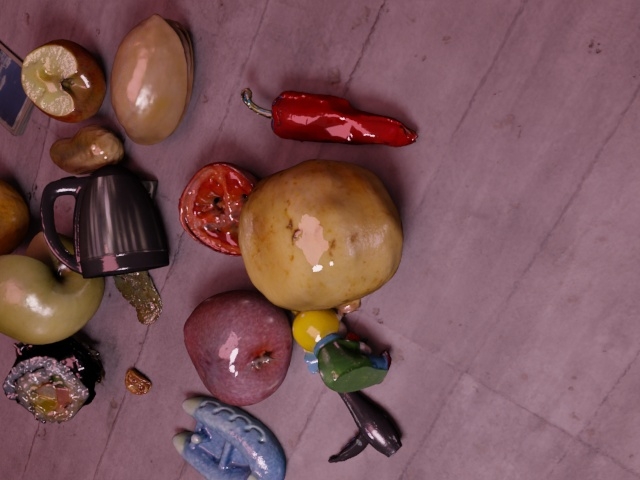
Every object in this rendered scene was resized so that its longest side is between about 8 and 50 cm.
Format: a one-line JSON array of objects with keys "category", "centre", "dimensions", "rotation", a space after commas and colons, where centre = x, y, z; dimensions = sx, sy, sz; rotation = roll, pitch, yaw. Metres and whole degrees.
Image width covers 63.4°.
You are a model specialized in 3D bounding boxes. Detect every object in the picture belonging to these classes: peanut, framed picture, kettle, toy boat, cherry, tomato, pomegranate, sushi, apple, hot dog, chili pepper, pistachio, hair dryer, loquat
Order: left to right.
[{"category": "loquat", "centre": [-0.938, -0.061, 1.400], "dimensions": [0.263, 0.263, 0.263], "rotation": [4, 101, 20]}, {"category": "framed picture", "centre": [-0.890, -0.442, 1.443], "dimensions": [0.260, 0.023, 0.189], "rotation": [41, 108, 10]}, {"category": "apple", "centre": [-0.722, 0.125, 1.342], "dimensions": [0.254, 0.292, 0.292], "rotation": [-36, 86, 32]}, {"category": "sushi", "centre": [-0.712, 0.359, 1.428], "dimensions": [0.225, 0.219, 0.238], "rotation": [-19, 98, 1]}, {"category": "apple", "centre": [-0.617, -0.389, 1.271], "dimensions": [0.173, 0.160, 0.195], "rotation": [13, 106, 22]}, {"category": "peanut", "centre": [-0.603, -0.231, 1.328], "dimensions": [0.236, 0.110, 0.120], "rotation": [-1, 110, 30]}, {"category": "kettle", "centre": [-0.514, -0.050, 1.278], "dimensions": [0.251, 0.207, 0.271], "rotation": [-9, 87, 10]}, {"category": "hot dog", "centre": [-0.512, 0.396, 1.443], "dimensions": [0.083, 0.035, 0.058], "rotation": [31, 105, 13]}, {"category": "pistachio", "centre": [-0.389, -0.364, 1.191], "dimensions": [0.182, 0.162, 0.293], "rotation": [20, 103, -1]}, {"category": "toy boat", "centre": [-0.245, 0.544, 1.324], "dimensions": [0.330, 0.123, 0.215], "rotation": [27, 107, 16]}, {"category": "tomato", "centre": [-0.211, -0.075, 1.211], "dimensions": [0.228, 0.101, 0.227], "rotation": [7, 110, 19]}, {"category": "cherry", "centre": [-0.192, 0.239, 1.195], "dimensions": [0.307, 0.221, 0.261], "rotation": [10, 101, 37]}, {"category": "pomegranate", "centre": [0.000, 0.000, 1.029], "dimensions": [0.333, 0.332, 0.332], "rotation": [4, 101, 20]}, {"category": "chili pepper", "centre": [0.012, -0.252, 1.089], "dimensions": [0.388, 0.110, 0.110], "rotation": [12, 104, 15]}, {"category": "hair dryer", "centre": [0.068, 0.460, 1.228], "dimensions": [0.195, 0.075, 0.219], "rotation": [47, 120, 18]}]

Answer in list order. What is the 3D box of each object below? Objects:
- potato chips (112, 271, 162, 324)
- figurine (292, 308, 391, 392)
[{"category": "potato chips", "centre": [-0.501, 0.127, 1.397], "dimensions": [0.142, 0.026, 0.209], "rotation": [-7, 97, 24]}, {"category": "figurine", "centre": [0.039, 0.224, 1.166], "dimensions": [0.234, 0.185, 0.127], "rotation": [48, 131, 48]}]
